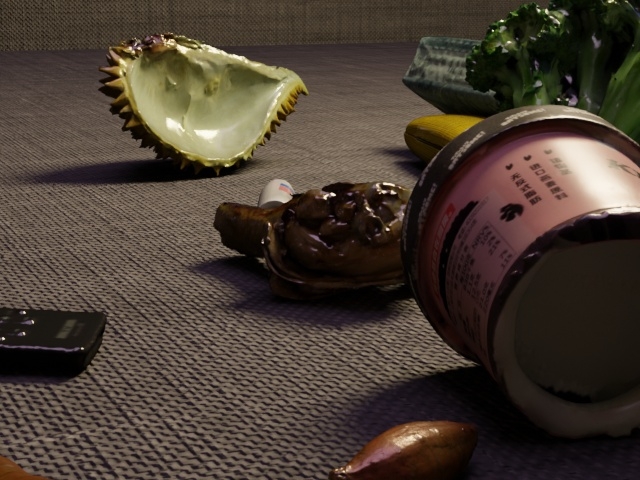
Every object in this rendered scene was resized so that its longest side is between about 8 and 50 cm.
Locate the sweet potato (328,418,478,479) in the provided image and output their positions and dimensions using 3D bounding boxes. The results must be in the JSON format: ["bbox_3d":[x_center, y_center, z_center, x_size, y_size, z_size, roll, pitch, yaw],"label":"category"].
[{"bbox_3d":[0.042,0.096,0.551,0.095,0.034,0.034,-13,19,-43],"label":"sweet potato"}]

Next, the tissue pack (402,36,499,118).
[{"bbox_3d":[0.229,-0.152,1.409,0.185,0.081,0.257,24,1,-26],"label":"tissue pack"}]

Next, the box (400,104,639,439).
[{"bbox_3d":[0.127,0.019,0.652,0.151,0.151,0.135,-1,22,-8],"label":"box"}]

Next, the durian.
[{"bbox_3d":[-0.133,-0.145,1.352,0.252,0.139,0.144,16,5,-29],"label":"durian"}]

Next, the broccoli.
[{"bbox_3d":[0.280,-0.119,1.123,0.295,0.265,0.245,27,58,32],"label":"broccoli"}]

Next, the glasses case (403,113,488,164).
[{"bbox_3d":[0.152,-0.098,1.323,0.079,0.064,0.234,0,12,-13],"label":"glasses case"}]

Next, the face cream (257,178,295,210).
[{"bbox_3d":[-0.038,-0.031,1.094,0.034,0.034,0.130,0,12,-1],"label":"face cream"}]

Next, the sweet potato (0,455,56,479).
[{"bbox_3d":[-0.081,0.110,0.437,0.265,0.057,0.057,11,16,42],"label":"sweet potato"}]

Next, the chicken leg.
[{"bbox_3d":[-0.004,0.000,0.895,0.196,0.080,0.125,0,1,30],"label":"chicken leg"}]

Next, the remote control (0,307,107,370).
[{"bbox_3d":[-0.249,0.055,0.731,0.245,0.025,0.063,2,14,4],"label":"remote control"}]
